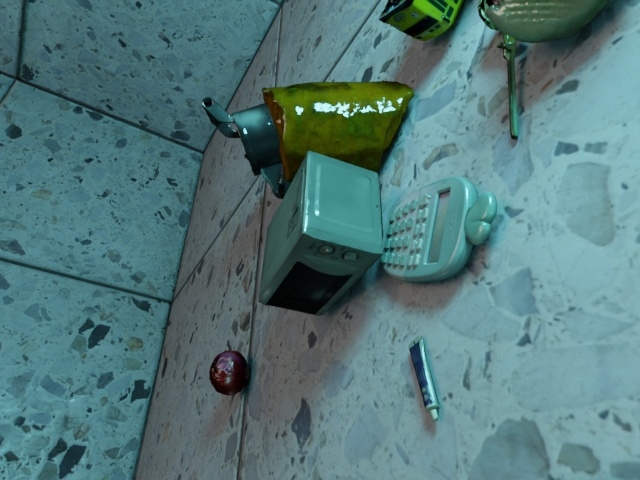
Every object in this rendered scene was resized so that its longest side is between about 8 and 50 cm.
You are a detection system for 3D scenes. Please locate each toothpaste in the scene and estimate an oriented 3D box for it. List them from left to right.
[{"bbox_3d":[0.163,0.214,0.719,0.037,0.021,0.140,-53,28,35],"label":"toothpaste"}]

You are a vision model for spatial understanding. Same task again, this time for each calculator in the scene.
[{"bbox_3d":[0.194,-0.015,0.802,0.295,0.042,0.184,-15,58,64],"label":"calculator"}]

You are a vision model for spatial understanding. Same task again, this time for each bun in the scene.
[{"bbox_3d":[0.327,-0.400,0.651,0.126,0.203,0.213,-42,-21,-43],"label":"bun"}]

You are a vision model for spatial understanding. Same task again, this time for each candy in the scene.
[{"bbox_3d":[0.308,-0.305,0.759,0.091,0.083,0.306,-18,64,58],"label":"candy"}]

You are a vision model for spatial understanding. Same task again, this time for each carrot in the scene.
[{"bbox_3d":[0.034,-0.256,1.100,0.241,0.340,0.242,179,90,-89],"label":"carrot"}]

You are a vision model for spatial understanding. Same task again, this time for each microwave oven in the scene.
[{"bbox_3d":[0.000,0.000,0.987,0.295,0.181,0.238,126,154,-50],"label":"microwave oven"}]

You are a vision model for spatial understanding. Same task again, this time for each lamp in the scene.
[{"bbox_3d":[-0.144,-0.342,1.443,0.272,0.374,0.205,-39,-3,-7],"label":"lamp"}]

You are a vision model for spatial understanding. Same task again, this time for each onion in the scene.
[{"bbox_3d":[-0.268,0.393,1.363,0.131,0.131,0.131,-45,35,44],"label":"onion"}]

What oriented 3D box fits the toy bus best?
[{"bbox_3d":[0.245,-0.563,0.966,0.262,0.150,0.128,-65,21,-1],"label":"toy bus"}]
